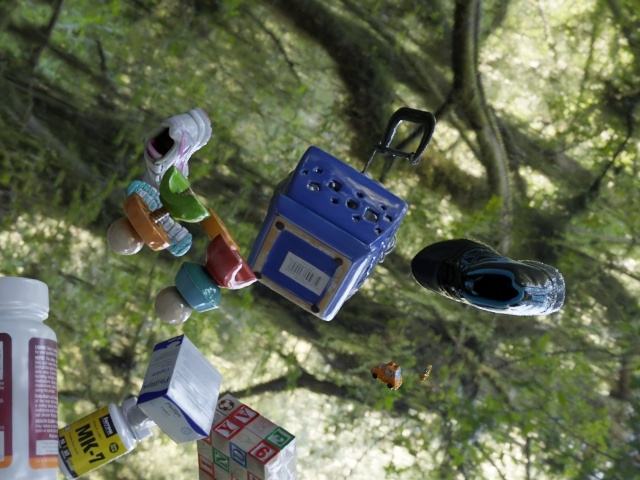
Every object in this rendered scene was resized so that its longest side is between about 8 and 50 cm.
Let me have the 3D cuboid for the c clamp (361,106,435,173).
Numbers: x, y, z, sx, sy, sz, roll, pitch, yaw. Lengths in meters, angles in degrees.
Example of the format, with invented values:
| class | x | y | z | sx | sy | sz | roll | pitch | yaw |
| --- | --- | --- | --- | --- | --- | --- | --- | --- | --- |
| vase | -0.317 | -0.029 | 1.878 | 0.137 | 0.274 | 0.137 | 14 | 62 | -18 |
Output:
| class | x | y | z | sx | sy | sz | roll | pitch | yaw |
| --- | --- | --- | --- | --- | --- | --- | --- | --- | --- |
| c clamp | 0.147 | -0.175 | 1.489 | 0.160 | 0.022 | 0.137 | 17 | -94 | 58 |

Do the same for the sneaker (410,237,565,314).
| class | x | y | z | sx | sy | sz | roll | pitch | yaw |
| --- | --- | --- | --- | --- | --- | --- | --- | --- | --- |
| sneaker | 0.295 | 0.064 | 1.593 | 0.340 | 0.139 | 0.125 | 9 | -84 | 46 |

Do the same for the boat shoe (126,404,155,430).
| class | x | y | z | sx | sy | sz | roll | pitch | yaw |
| --- | --- | --- | --- | --- | --- | --- | --- | --- | --- |
| boat shoe | -0.306 | 0.324 | 1.633 | 0.063 | 0.184 | 0.066 | -26 | -103 | 25 |

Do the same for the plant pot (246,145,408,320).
| class | x | y | z | sx | sy | sz | roll | pitch | yaw |
| --- | --- | --- | --- | --- | --- | --- | --- | --- | --- |
| plant pot | 0.000 | 0.000 | 1.585 | 0.236 | 0.235 | 0.212 | -61 | 176 | 39 |

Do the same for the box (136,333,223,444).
| class | x | y | z | sx | sy | sz | roll | pitch | yaw |
| --- | --- | --- | --- | --- | --- | --- | --- | --- | --- |
| box | -0.242 | 0.259 | 1.431 | 0.072 | 0.126 | 0.137 | -21 | -145 | 23 |

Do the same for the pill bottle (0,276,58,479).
| class | x | y | z | sx | sy | sz | roll | pitch | yaw |
| --- | --- | --- | --- | --- | --- | --- | --- | --- | --- |
| pill bottle | -0.632 | 0.282 | 1.616 | 0.224 | 0.223 | 0.393 | 145 | -57 | -61 |

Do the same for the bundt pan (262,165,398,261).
| class | x | y | z | sx | sy | sz | roll | pitch | yaw |
| --- | --- | --- | --- | --- | --- | --- | --- | --- | --- |
| bundt pan | 0.029 | -0.073 | 1.957 | 0.331 | 0.330 | 0.124 | -84 | 180 | -52 |

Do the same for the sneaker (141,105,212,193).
| class | x | y | z | sx | sy | sz | roll | pitch | yaw |
| --- | --- | --- | --- | --- | --- | --- | --- | --- | --- |
| sneaker | -0.340 | -0.185 | 1.781 | 0.111 | 0.103 | 0.252 | -12 | 143 | -49 |

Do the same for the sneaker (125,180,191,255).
| class | x | y | z | sx | sy | sz | roll | pitch | yaw |
| --- | --- | --- | --- | --- | --- | --- | --- | --- | --- |
| sneaker | -0.308 | -0.040 | 1.501 | 0.065 | 0.167 | 0.076 | -45 | -147 | -23 |

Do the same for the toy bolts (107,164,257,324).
| class | x | y | z | sx | sy | sz | roll | pitch | yaw |
| --- | --- | --- | --- | --- | --- | --- | --- | --- | --- |
| toy bolts | -0.218 | 0.033 | 1.328 | 0.158 | 0.218 | 0.228 | -36 | -121 | -1 |

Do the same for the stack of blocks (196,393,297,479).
| class | x | y | z | sx | sy | sz | roll | pitch | yaw |
| --- | --- | --- | --- | --- | --- | --- | --- | --- | --- |
| stack of blocks | -0.136 | 0.452 | 1.526 | 0.087 | 0.171 | 0.297 | -33 | 136 | -42 |

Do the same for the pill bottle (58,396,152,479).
| class | x | y | z | sx | sy | sz | roll | pitch | yaw |
| --- | --- | --- | --- | --- | --- | --- | --- | --- | --- |
| pill bottle | -0.499 | 0.447 | 1.879 | 0.208 | 0.119 | 0.119 | -26 | -170 | -11 |

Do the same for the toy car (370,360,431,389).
| class | x | y | z | sx | sy | sz | roll | pitch | yaw |
| --- | --- | --- | --- | --- | --- | --- | --- | --- | --- |
| toy car | 0.147 | 0.228 | 1.479 | 0.060 | 0.122 | 0.041 | 42 | -58 | 32 |
